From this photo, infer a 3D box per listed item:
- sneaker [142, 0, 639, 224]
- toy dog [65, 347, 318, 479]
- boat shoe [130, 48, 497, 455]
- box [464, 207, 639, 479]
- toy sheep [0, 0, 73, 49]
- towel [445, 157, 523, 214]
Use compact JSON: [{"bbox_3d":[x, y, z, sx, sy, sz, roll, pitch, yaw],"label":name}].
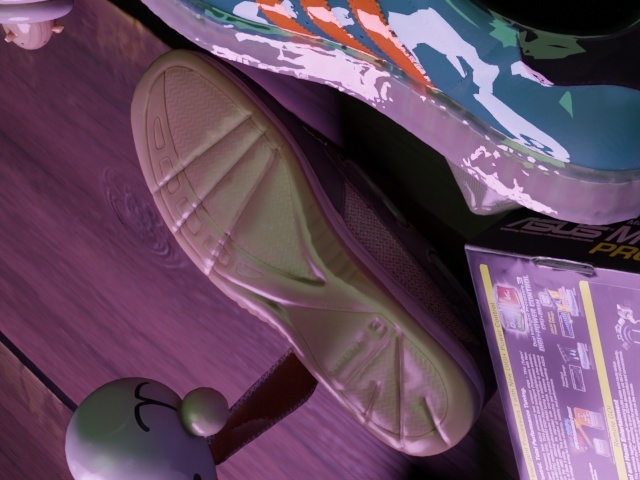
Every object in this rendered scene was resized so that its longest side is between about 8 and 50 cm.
[{"bbox_3d":[0.031,-0.128,0.598,0.302,0.108,0.121,29,137,19],"label":"sneaker"},{"bbox_3d":[0.015,0.172,0.816,0.161,0.334,0.220,-32,63,17],"label":"toy dog"},{"bbox_3d":[0.000,0.000,0.816,0.285,0.092,0.103,47,120,9],"label":"boat shoe"},{"bbox_3d":[0.198,0.120,0.697,0.216,0.060,0.270,9,123,48],"label":"box"},{"bbox_3d":[-0.205,-0.194,0.930,0.091,0.091,0.132,18,124,43],"label":"toy sheep"},{"bbox_3d":[0.106,-0.183,0.598,0.324,0.056,0.312,-22,101,53],"label":"towel"}]
